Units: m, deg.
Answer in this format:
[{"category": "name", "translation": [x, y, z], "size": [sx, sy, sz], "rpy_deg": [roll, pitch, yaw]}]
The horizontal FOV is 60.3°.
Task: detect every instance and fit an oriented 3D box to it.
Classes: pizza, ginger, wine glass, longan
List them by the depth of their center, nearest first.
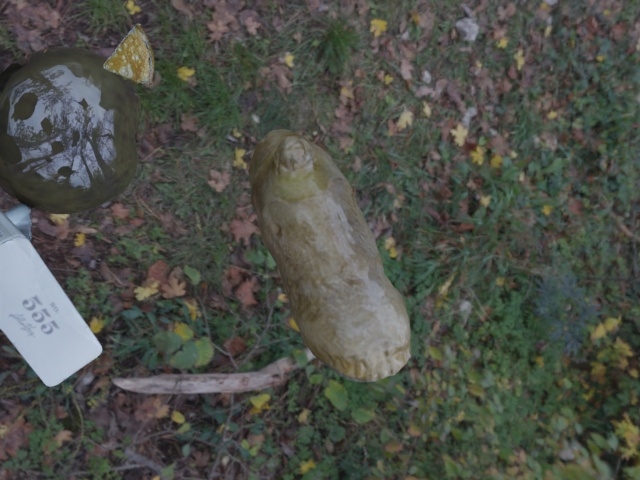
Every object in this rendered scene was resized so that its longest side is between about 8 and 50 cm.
[{"category": "ginger", "translation": [0.000, 0.000, 0.634], "size": [0.126, 0.354, 0.190], "rpy_deg": [-19, 151, -15]}, {"category": "pizza", "translation": [-0.382, -0.361, 1.094], "size": [0.026, 0.109, 0.122], "rpy_deg": [-9, 89, -80]}, {"category": "wine glass", "translation": [-0.793, -0.038, 1.300], "size": [0.183, 0.122, 0.122], "rpy_deg": [-2, 98, -45]}, {"category": "longan", "translation": [-0.615, -0.259, 1.330], "size": [0.405, 0.336, 0.404], "rpy_deg": [-21, 120, -41]}]

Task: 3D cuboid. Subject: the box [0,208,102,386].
[{"category": "box", "translation": [-0.355, 0.037, 0.624], "size": [0.071, 0.259, 0.168], "rpy_deg": [-36, 128, -25]}]
